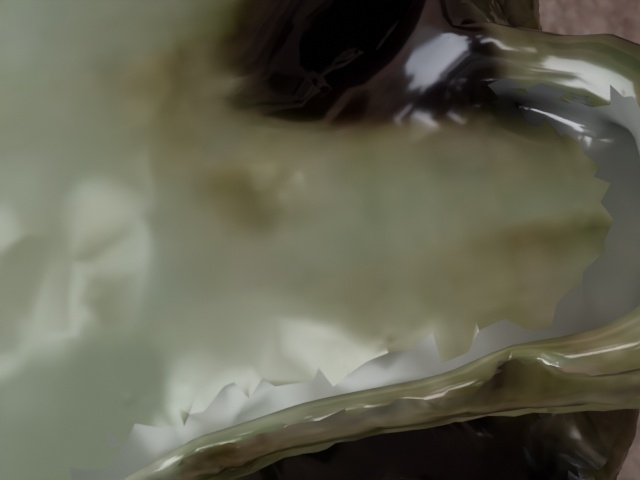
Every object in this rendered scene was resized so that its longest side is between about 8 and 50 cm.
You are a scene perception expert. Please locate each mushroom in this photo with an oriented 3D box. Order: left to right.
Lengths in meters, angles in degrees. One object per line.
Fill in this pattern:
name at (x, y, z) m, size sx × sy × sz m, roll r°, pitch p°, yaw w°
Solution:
mushroom at (-0.006, -0.005, 0.501) m, size 0.212 × 0.292 × 0.217 m, roll 36°, pitch -144°, yaw -54°
